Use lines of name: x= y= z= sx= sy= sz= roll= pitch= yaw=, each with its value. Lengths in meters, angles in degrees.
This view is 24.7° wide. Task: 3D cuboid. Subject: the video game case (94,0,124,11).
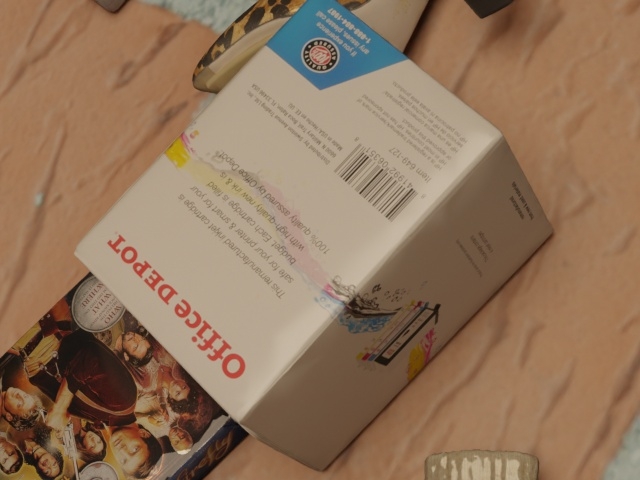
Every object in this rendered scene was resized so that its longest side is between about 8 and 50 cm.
video game case: x=-0.182 y=-0.388 z=1.232 sx=0.329 sy=0.036 sz=0.300 roll=40 pitch=87 yaw=27

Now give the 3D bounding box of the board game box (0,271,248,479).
board game box: x=-0.185 y=0.153 z=1.030 sx=0.243 sy=0.042 sz=0.165 roll=-45 pitch=63 yaw=0

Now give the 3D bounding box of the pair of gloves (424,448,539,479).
pair of gloves: x=0.040 y=0.245 z=0.917 sx=0.240 sy=0.042 sz=0.204 roll=-13 pitch=70 yaw=17

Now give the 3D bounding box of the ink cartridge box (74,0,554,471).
ink cartridge box: x=0.000 y=0.000 z=0.949 sx=0.233 sy=0.168 sz=0.171 roll=-46 pitch=62 yaw=-1

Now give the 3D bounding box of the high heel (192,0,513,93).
high heel: x=0.023 y=-0.204 z=1.081 sx=0.261 sy=0.093 sz=0.186 roll=-18 pitch=48 yaw=22
